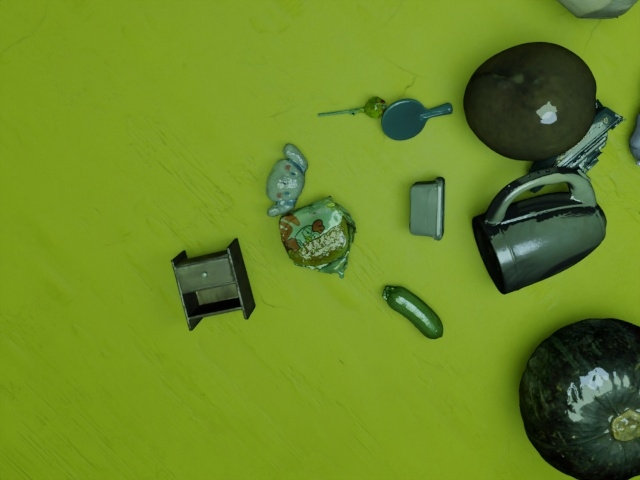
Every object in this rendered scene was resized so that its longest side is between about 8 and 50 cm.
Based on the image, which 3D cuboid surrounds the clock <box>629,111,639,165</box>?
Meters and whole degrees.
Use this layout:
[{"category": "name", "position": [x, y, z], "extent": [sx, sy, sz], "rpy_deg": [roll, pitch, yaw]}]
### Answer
[{"category": "clock", "position": [0.904, -0.308, 1.726], "extent": [0.189, 0.189, 0.253], "rpy_deg": [20, 107, -1]}]

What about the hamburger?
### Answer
[{"category": "hamburger", "position": [0.001, 0.003, 1.855], "extent": [0.214, 0.125, 0.235], "rpy_deg": [-16, 86, 17]}]

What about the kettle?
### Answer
[{"category": "kettle", "position": [0.589, -0.047, 1.751], "extent": [0.324, 0.228, 0.320], "rpy_deg": [-20, 120, 3]}]

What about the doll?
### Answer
[{"category": "doll", "position": [-0.098, -0.165, 1.859], "extent": [0.104, 0.071, 0.213], "rpy_deg": [17, 94, -15]}]

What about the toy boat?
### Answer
[{"category": "toy boat", "position": [0.679, -0.233, 1.774], "extent": [0.122, 0.114, 0.296], "rpy_deg": [45, 101, 3]}]

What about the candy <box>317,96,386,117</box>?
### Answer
[{"category": "candy", "position": [0.087, -0.359, 1.824], "extent": [0.194, 0.062, 0.058], "rpy_deg": [-4, 99, 15]}]

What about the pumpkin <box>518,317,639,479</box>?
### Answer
[{"category": "pumpkin", "position": [0.756, 0.430, 1.786], "extent": [0.455, 0.344, 0.453], "rpy_deg": [0, 104, -2]}]

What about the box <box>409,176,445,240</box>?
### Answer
[{"category": "box", "position": [0.295, -0.090, 1.828], "extent": [0.093, 0.124, 0.172], "rpy_deg": [2, 100, 14]}]

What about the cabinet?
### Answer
[{"category": "cabinet", "position": [-0.305, 0.125, 1.890], "extent": [0.175, 0.148, 0.215], "rpy_deg": [-12, 99, 6]}]

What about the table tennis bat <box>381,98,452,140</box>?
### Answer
[{"category": "table tennis bat", "position": [0.264, -0.338, 1.806], "extent": [0.201, 0.033, 0.124], "rpy_deg": [-15, 128, -1]}]

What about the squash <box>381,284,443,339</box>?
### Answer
[{"category": "squash", "position": [0.271, 0.204, 1.910], "extent": [0.219, 0.068, 0.077], "rpy_deg": [38, 106, -4]}]

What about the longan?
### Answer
[{"category": "longan", "position": [0.529, -0.349, 1.671], "extent": [0.319, 0.319, 0.318], "rpy_deg": [1, 101, 3]}]

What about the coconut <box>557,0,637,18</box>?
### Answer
[{"category": "coconut", "position": [0.675, -0.705, 1.596], "extent": [0.323, 0.323, 0.322], "rpy_deg": [1, 101, 3]}]
